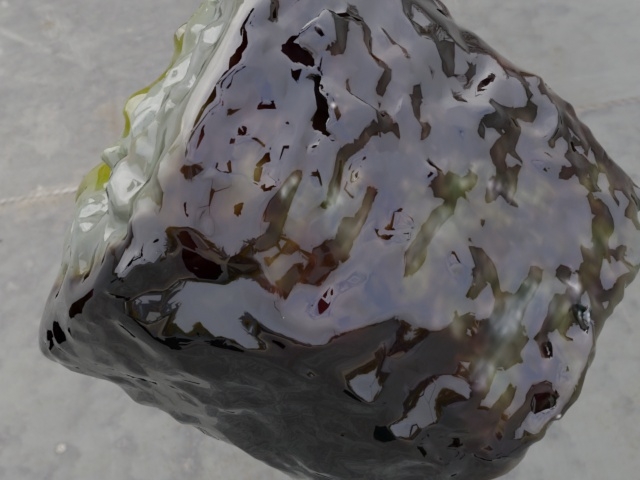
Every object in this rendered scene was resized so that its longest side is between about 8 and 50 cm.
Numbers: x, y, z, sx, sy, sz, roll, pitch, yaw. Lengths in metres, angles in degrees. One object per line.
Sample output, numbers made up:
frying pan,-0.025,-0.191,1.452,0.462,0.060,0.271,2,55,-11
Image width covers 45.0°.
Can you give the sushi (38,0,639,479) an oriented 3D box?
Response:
sushi,0.002,0.001,0.496,0.299,0.294,0.281,-58,19,-8
